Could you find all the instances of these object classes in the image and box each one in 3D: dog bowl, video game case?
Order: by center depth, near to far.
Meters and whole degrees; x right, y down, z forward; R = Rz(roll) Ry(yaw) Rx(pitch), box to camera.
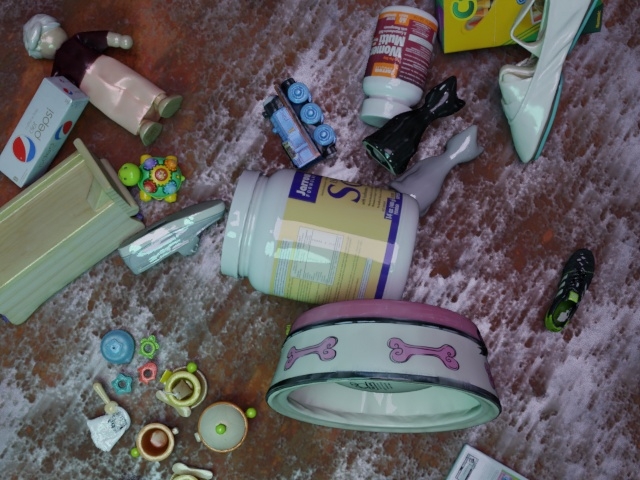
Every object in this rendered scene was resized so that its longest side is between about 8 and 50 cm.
[{"bbox_3d":[0.112,0.228,1.542,0.408,0.408,0.150,3,67,0],"label":"dog bowl"},{"bbox_3d":[0.315,0.534,1.686,0.193,0.023,0.212,30,85,3],"label":"video game case"}]

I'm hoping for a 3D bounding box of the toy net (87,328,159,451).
[{"bbox_3d":[-0.384,0.294,1.698,0.122,0.045,0.232,8,87,-1],"label":"toy net"}]

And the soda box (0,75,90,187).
[{"bbox_3d":[-0.540,-0.210,1.686,0.074,0.069,0.216,39,109,4],"label":"soda box"}]

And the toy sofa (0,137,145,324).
[{"bbox_3d":[-0.535,-0.011,1.685,0.362,0.177,0.150,-38,62,-3],"label":"toy sofa"}]

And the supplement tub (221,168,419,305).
[{"bbox_3d":[0.000,0.000,1.620,0.331,0.241,0.241,12,85,1],"label":"supplement tub"}]

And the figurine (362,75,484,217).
[{"bbox_3d":[0.214,-0.181,1.674,0.209,0.215,0.092,-41,44,-6],"label":"figurine"}]

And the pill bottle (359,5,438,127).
[{"bbox_3d":[0.150,-0.336,1.707,0.121,0.121,0.221,14,85,1],"label":"pill bottle"}]

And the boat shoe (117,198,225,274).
[{"bbox_3d":[-0.281,-0.006,1.712,0.227,0.079,0.081,-27,110,-4],"label":"boat shoe"}]

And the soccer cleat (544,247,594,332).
[{"bbox_3d":[0.492,0.098,1.696,0.060,0.072,0.179,25,86,2],"label":"soccer cleat"}]

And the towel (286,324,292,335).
[{"bbox_3d":[0.060,0.168,1.631,0.237,0.102,0.021,-9,67,27],"label":"towel"}]

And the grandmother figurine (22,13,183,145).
[{"bbox_3d":[-0.453,-0.327,1.723,0.342,0.104,0.208,38,82,6],"label":"grandmother figurine"}]

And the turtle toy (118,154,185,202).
[{"bbox_3d":[-0.331,-0.125,1.708,0.130,0.066,0.095,1,85,-16],"label":"turtle toy"}]

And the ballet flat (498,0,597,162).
[{"bbox_3d":[0.409,-0.346,1.649,0.139,0.139,0.400,16,116,1],"label":"ballet flat"}]

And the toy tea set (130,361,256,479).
[{"bbox_3d":[-0.272,0.408,1.645,0.200,0.124,0.336,28,86,2],"label":"toy tea set"}]

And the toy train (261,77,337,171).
[{"bbox_3d":[-0.042,-0.230,1.722,0.105,0.080,0.184,-32,86,4],"label":"toy train"}]

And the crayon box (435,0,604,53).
[{"bbox_3d":[0.373,-0.553,1.629,0.313,0.106,0.363,-9,128,-1],"label":"crayon box"}]
